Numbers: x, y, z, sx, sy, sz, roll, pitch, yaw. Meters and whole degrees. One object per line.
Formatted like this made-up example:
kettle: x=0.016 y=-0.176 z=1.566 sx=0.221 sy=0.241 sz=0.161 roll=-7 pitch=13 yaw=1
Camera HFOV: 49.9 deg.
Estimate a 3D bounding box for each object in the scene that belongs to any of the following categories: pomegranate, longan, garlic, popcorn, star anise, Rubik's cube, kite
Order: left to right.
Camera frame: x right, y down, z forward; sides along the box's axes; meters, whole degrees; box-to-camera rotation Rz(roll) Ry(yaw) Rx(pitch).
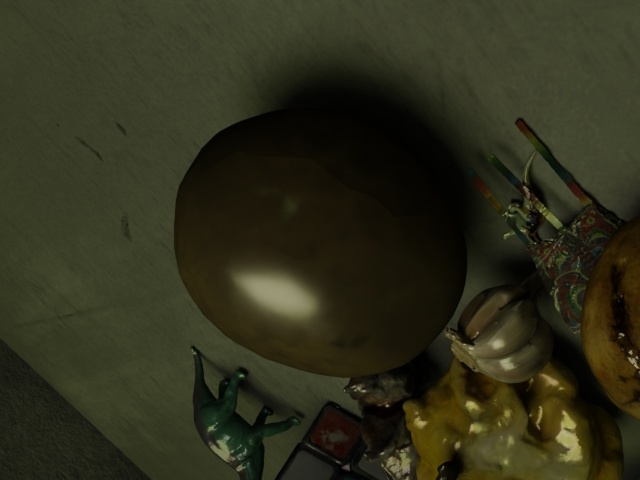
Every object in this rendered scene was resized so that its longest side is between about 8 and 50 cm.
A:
longan: x=0.000 y=0.000 z=0.920 sx=0.404 sy=0.404 sz=0.336 roll=28 pitch=104 yaw=12
Rubik's cube: x=0.066 y=0.635 z=1.491 sx=0.362 sy=0.359 sz=0.363 roll=21 pitch=141 yaw=18
star anise: x=0.123 y=0.260 z=1.178 sx=0.139 sy=0.316 sz=0.359 roll=-20 pitch=160 yaw=16
popcorn: x=0.282 y=0.298 z=1.071 sx=0.297 sy=0.281 sz=0.316 roll=-38 pitch=112 yaw=18
garlic: x=0.274 y=0.111 z=0.937 sx=0.127 sy=0.194 sz=0.131 roll=32 pitch=154 yaw=50
kite: x=0.307 y=-0.019 z=0.878 sx=0.152 sy=0.015 sz=0.285 roll=-40 pitch=98 yaw=18
pomegranate: x=0.423 y=0.093 z=0.759 sx=0.260 sy=0.260 sz=0.260 roll=21 pitch=139 yaw=20

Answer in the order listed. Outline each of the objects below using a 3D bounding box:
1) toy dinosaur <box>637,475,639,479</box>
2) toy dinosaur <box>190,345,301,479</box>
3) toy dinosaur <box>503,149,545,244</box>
toy dinosaur: x=0.418 y=0.525 z=1.101 sx=0.374 sy=0.500 sz=0.144 roll=52 pitch=-174 yaw=-47
toy dinosaur: x=-0.242 y=0.472 z=1.566 sx=0.383 sy=0.331 sz=0.129 roll=34 pitch=146 yaw=7
toy dinosaur: x=0.269 y=-0.036 z=0.915 sx=0.058 sy=0.037 sz=0.180 roll=-8 pitch=134 yaw=14
